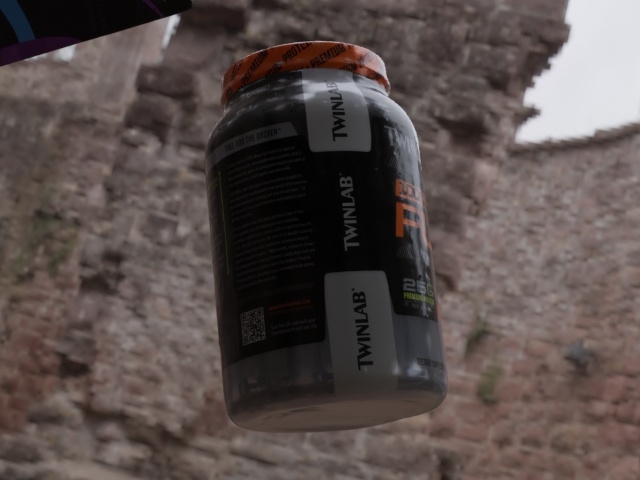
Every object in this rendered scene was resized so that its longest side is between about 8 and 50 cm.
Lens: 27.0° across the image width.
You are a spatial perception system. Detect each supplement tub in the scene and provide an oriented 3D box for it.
[{"bbox_3d":[0.000,0.000,1.250,0.207,0.338,0.207,-6,-16,-2],"label":"supplement tub"}]

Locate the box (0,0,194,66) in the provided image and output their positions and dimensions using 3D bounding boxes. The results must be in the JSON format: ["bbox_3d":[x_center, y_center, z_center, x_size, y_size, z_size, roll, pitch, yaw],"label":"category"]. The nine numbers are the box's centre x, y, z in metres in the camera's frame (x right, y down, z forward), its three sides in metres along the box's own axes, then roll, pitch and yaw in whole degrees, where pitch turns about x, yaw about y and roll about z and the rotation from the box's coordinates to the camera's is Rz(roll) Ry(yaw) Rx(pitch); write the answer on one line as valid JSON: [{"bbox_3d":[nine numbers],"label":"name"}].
[{"bbox_3d":[-0.134,-0.118,0.478,0.162,0.116,0.029,-22,22,-22],"label":"box"}]
